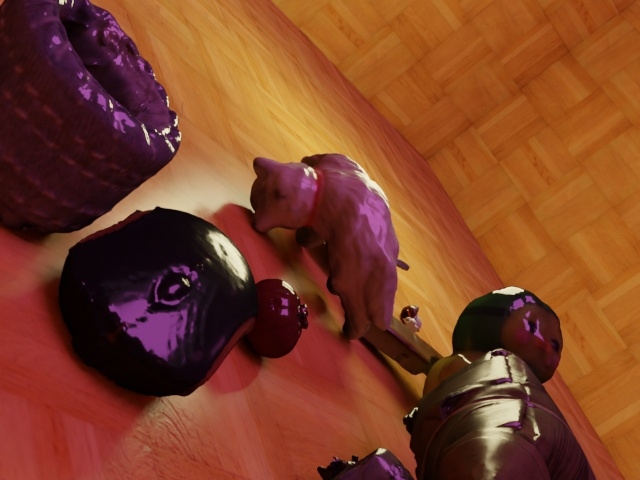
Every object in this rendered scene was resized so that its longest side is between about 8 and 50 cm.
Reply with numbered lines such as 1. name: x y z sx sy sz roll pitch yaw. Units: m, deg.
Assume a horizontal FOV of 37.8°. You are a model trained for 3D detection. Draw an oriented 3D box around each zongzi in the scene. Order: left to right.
1. zongzi: 0.266 0.418 1.107 0.500 0.218 0.467 63 13 -4

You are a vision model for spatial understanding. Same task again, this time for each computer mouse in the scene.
1. computer mouse: -0.150 0.048 0.969 0.183 0.116 0.323 47 15 -3

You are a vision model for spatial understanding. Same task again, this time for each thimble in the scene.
1. thimble: -0.265 -0.131 0.922 0.236 0.172 0.205 60 13 17

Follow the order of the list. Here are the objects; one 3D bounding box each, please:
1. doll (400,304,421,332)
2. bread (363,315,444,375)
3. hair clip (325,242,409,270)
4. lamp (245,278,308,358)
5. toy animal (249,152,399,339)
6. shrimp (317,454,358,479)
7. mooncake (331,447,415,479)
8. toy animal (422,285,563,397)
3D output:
1. doll: 0.183 0.161 1.906 0.058 0.040 0.085 66 16 10
2. bread: 0.140 0.181 1.635 0.226 0.049 0.088 39 15 -17
3. hair clip: 0.055 -0.004 1.727 0.282 0.113 0.172 53 1 -5
4. lamp: -0.060 0.098 1.179 0.101 0.090 0.101 -2 90 -84
5. toy animal: 0.000 0.000 1.508 0.188 0.266 0.308 10 85 -50
6. shrimp: 0.089 0.355 1.112 0.296 0.058 0.169 44 18 -45
7. mooncake: 0.058 0.300 1.001 0.125 0.130 0.073 54 -18 10
8. toy animal: 0.276 0.235 1.565 0.216 0.338 0.191 38 -23 -29
